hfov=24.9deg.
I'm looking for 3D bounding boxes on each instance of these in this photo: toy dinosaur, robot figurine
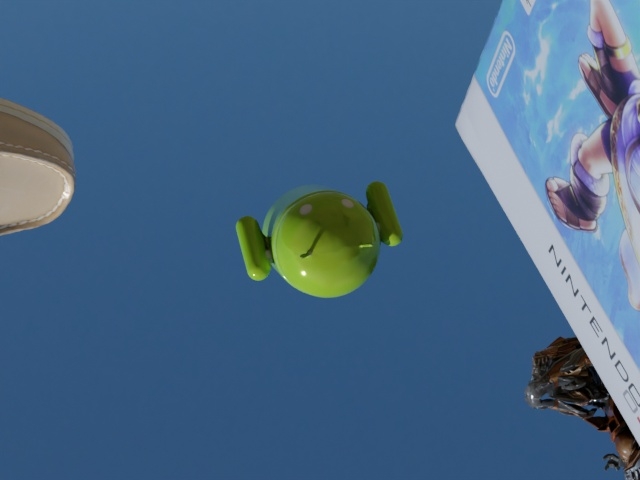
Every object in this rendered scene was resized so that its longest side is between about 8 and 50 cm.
[{"bbox_3d":[0.326,0.144,1.181,0.321,0.164,0.218,-12,-157,29],"label":"toy dinosaur"},{"bbox_3d":[0.000,0.000,0.914,0.101,0.067,0.115,-13,-171,-8],"label":"robot figurine"}]

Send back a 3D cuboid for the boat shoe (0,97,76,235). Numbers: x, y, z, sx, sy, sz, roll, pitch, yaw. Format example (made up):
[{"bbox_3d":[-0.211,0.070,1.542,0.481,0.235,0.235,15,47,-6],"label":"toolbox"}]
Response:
[{"bbox_3d":[-0.151,-0.012,0.461,0.170,0.063,0.059,-1,-138,-36],"label":"boat shoe"}]

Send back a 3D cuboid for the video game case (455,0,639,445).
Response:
[{"bbox_3d":[0.138,-0.005,0.382,0.061,0.269,0.244,-23,-110,-15],"label":"video game case"}]
